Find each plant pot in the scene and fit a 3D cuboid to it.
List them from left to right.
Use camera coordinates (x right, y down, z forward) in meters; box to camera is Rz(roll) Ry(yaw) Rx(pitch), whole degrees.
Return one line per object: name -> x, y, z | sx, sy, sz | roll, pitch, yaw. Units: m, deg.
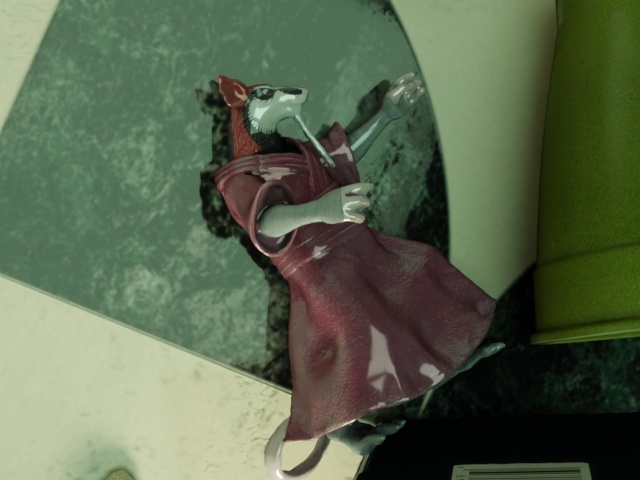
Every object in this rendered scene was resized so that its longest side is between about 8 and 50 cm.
plant pot -> 0.361, -0.094, 1.077 | 0.366, 0.366, 0.353 | -5, 83, -13

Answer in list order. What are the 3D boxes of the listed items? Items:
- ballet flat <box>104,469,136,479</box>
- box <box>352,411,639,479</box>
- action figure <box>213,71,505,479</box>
ballet flat -> -0.209, 0.306, 1.090 | 0.057, 0.052, 0.168 | 19, 88, -14
box -> 0.178, 0.432, 0.938 | 0.297, 0.480, 0.472 | -3, 97, 10
action figure -> 0.000, 0.000, 1.091 | 0.275, 0.248, 0.370 | -37, 88, 34
